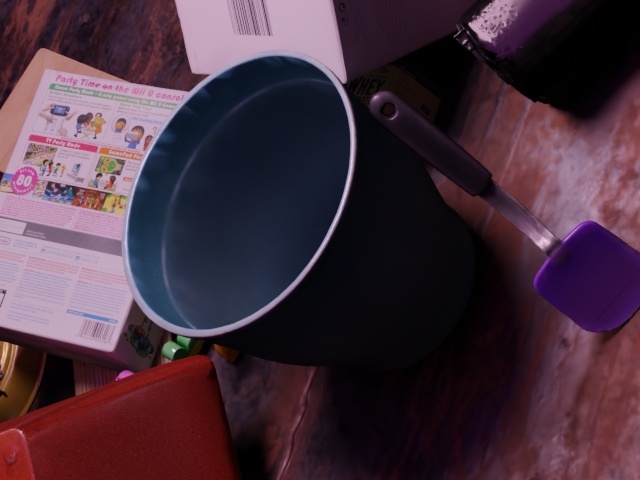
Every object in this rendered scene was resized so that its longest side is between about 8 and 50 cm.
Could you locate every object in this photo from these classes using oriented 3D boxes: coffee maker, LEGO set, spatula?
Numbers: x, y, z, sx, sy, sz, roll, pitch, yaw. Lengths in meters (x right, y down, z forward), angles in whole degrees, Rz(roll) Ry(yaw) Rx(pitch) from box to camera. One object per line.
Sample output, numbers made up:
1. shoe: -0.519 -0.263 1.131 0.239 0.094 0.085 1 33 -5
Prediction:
1. coffee maker: 0.225 -0.220 1.572 0.178 0.120 0.171 -46 2 15
2. LEGO set: -0.139 0.101 1.769 0.087 0.093 0.227 27 81 40
3. spatula: 0.159 -0.030 1.484 0.296 0.030 0.084 39 101 0

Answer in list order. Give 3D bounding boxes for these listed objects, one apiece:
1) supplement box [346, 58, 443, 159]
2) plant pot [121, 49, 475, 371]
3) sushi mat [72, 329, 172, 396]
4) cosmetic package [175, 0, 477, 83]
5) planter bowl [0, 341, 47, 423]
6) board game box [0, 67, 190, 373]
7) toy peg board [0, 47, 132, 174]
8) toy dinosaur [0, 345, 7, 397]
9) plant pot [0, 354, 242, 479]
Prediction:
1. supplement box: 0.068 -0.129 1.722 0.056 0.083 0.083 8 74 43
2. plant pot: 0.000 0.000 1.594 0.271 0.255 0.272 -19 58 33
3. sushi mat: -0.231 0.072 1.934 0.151 0.019 0.317 -30 52 26
4. cosmetic package: 0.009 -0.257 1.724 0.224 0.224 0.138 9 120 44
5. planter bowl: -0.427 0.142 2.023 0.217 0.090 0.217 -19 58 34
6. board game box: -0.246 -0.024 1.887 0.224 0.097 0.303 12 74 26
7. toy peg board: -0.302 -0.125 2.061 0.160 0.079 0.161 23 77 31
8. toy dinosaur: -0.435 0.187 1.908 0.322 0.164 0.218 -29 80 65
9. plant pot: -0.243 0.273 1.630 0.267 0.235 0.267 -22 77 32
